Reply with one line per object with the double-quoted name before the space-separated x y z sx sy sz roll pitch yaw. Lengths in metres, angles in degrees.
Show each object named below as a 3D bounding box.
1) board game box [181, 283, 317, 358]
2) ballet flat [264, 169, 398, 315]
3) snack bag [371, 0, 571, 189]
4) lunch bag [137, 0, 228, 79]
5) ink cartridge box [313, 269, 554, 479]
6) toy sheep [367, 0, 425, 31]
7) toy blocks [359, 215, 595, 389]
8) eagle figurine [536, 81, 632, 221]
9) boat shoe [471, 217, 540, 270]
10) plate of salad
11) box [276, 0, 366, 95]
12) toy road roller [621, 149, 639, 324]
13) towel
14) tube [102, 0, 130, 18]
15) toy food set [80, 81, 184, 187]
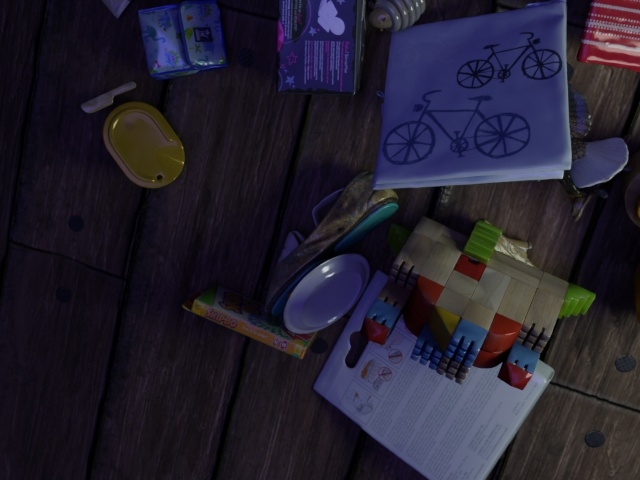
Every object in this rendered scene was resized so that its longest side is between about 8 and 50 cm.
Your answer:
"board game box" -0.138 0.154 1.516 0.259 0.124 0.039 20 105 7
"ballet flat" 0.000 0.000 1.467 0.123 0.123 0.348 46 108 -1
"snack bag" 0.250 -0.246 1.280 0.323 0.037 0.342 -4 64 22
"lunch bag" -0.256 -0.379 1.441 0.151 0.096 0.129 -9 98 0
"ink cartridge box" 0.212 0.280 1.510 0.385 0.091 0.308 34 109 21
"toy sheep" 0.140 -0.418 1.346 0.132 0.091 0.091 -37 93 -10
"toy blocks" 0.248 0.123 1.313 0.381 0.261 0.191 25 136 12
"eagle figurine" 0.362 -0.172 1.303 0.298 0.226 0.225 37 128 -3
"boat shoe" 0.359 0.023 1.415 0.072 0.068 0.190 -40 103 5
"plate of salad" 0.009 0.098 1.454 0.048 0.200 0.200 46 111 35
"box" 0.008 -0.384 1.341 0.142 0.163 0.247 5 104 8
"toy road roller" 0.602 0.026 1.291 0.329 0.202 0.240 43 118 -1
"towel" 0.542 -0.413 1.246 0.199 0.031 0.275 6 110 -8
"tube" -0.455 -0.544 1.465 0.240 0.062 0.070 42 151 -5
"toy food set" -0.362 -0.204 1.520 0.128 0.071 0.218 -34 96 -7
